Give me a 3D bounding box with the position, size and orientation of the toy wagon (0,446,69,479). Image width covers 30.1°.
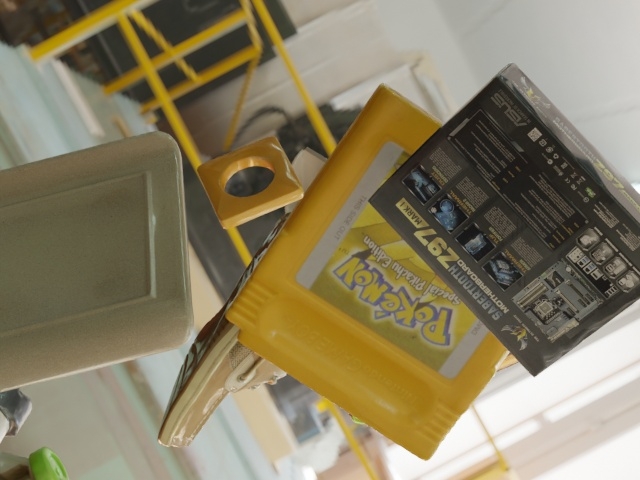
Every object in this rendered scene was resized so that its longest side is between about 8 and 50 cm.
[{"bbox_3d":[-0.369,0.376,1.235,0.068,0.267,0.344,60,2,-44],"label":"toy wagon"}]

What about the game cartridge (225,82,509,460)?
[{"bbox_3d":[0.092,0.040,1.286,0.285,0.323,0.052,33,11,-6],"label":"game cartridge"}]

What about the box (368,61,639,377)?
[{"bbox_3d":[0.185,-0.015,1.081,0.232,0.183,0.059,47,32,2],"label":"box"}]

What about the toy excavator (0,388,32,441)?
[{"bbox_3d":[-0.714,0.194,1.736,0.445,0.433,0.222,60,38,-30],"label":"toy excavator"}]

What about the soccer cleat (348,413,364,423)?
[{"bbox_3d":[0.072,0.130,1.401,0.060,0.179,0.072,13,15,-32],"label":"soccer cleat"}]

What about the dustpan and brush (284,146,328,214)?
[{"bbox_3d":[0.000,0.000,1.580,0.147,0.060,0.211,34,-42,23],"label":"dustpan and brush"}]

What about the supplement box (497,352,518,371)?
[{"bbox_3d":[0.256,0.108,1.971,0.194,0.191,0.129,43,43,-18],"label":"supplement box"}]

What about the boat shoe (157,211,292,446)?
[{"bbox_3d":[-0.084,0.131,1.438,0.110,0.341,0.121,30,20,-12],"label":"boat shoe"}]

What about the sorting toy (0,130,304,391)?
[{"bbox_3d":[-0.176,0.020,0.840,0.047,0.348,0.196,72,5,-47],"label":"sorting toy"}]
